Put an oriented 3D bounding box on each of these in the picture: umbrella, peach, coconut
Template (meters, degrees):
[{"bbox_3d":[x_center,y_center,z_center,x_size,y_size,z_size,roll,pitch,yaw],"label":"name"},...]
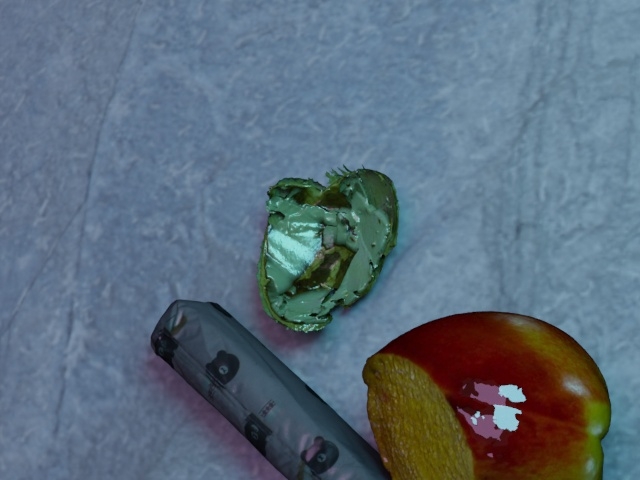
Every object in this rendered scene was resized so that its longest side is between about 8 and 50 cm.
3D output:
[{"bbox_3d":[-0.021,0.160,1.473,0.337,0.073,0.067,40,121,33],"label":"umbrella"},{"bbox_3d":[0.123,0.142,1.342,0.192,0.190,0.190,3,69,8],"label":"peach"},{"bbox_3d":[0.004,0.002,1.538,0.158,0.055,0.133,-45,56,1],"label":"coconut"}]
